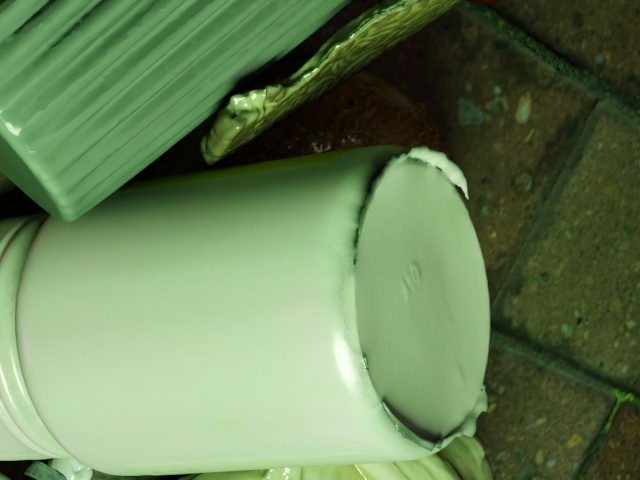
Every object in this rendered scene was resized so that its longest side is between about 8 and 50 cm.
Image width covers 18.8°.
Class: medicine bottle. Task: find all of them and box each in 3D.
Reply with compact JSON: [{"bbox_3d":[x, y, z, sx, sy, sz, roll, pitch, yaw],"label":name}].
[{"bbox_3d":[-0.084,0.058,1.362,0.213,0.379,0.213,19,68,-57],"label":"medicine bottle"}]

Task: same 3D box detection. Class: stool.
[{"bbox_3d":[-0.133,-0.209,1.302,0.330,0.297,0.297,-44,130,-10],"label":"stool"}]

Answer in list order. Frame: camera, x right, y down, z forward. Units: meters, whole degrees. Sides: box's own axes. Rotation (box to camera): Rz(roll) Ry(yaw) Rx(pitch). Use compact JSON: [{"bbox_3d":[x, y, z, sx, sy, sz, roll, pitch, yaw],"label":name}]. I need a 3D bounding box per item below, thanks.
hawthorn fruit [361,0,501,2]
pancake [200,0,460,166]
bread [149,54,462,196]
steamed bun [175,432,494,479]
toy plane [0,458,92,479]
[{"bbox_3d":[0.106,-0.300,1.506,0.254,0.254,0.300,2,142,-39],"label":"hawthorn fruit"},{"bbox_3d":[0.036,-0.145,1.323,0.286,0.288,0.033,-34,90,-31],"label":"pancake"},{"bbox_3d":[0.000,0.000,1.578,0.306,0.159,0.305,-16,117,-33],"label":"bread"},{"bbox_3d":[0.001,0.278,1.610,0.320,0.206,0.275,-42,145,18],"label":"steamed bun"},{"bbox_3d":[-0.236,0.238,1.533,0.251,0.101,0.255,-55,133,-21],"label":"toy plane"}]
